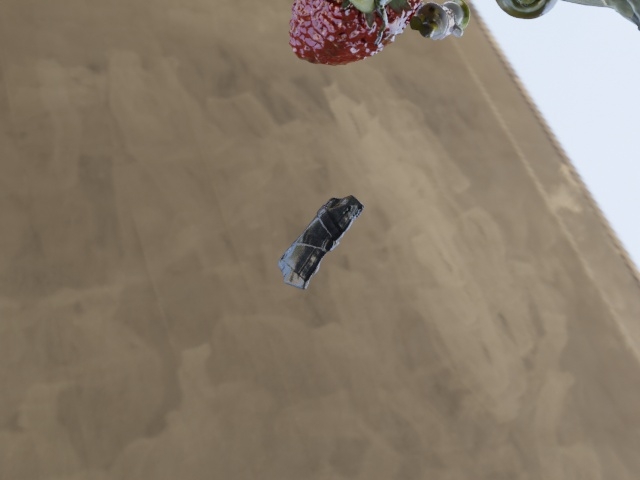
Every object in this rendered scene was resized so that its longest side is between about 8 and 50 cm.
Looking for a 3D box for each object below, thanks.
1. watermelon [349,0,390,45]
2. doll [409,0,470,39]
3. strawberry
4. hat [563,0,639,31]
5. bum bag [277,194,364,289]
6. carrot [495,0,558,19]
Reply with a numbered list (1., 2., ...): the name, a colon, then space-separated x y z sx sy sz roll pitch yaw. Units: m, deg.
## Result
1. watermelon: 0.071 -0.424 1.274 0.127 0.204 0.232 -27 -103 -13
2. doll: 0.267 -0.489 2.035 0.129 0.081 0.207 38 -145 18
3. strawberry: 0.074 -0.498 1.976 0.292 0.343 0.292 1 -107 -3
4. hat: 0.412 -0.469 1.345 0.301 0.258 0.168 19 -127 32
5. bum bag: 0.000 0.000 1.630 0.087 0.049 0.198 29 -103 40
6. carrot: 0.233 -0.307 1.059 0.087 0.087 0.193 27 -154 -5
